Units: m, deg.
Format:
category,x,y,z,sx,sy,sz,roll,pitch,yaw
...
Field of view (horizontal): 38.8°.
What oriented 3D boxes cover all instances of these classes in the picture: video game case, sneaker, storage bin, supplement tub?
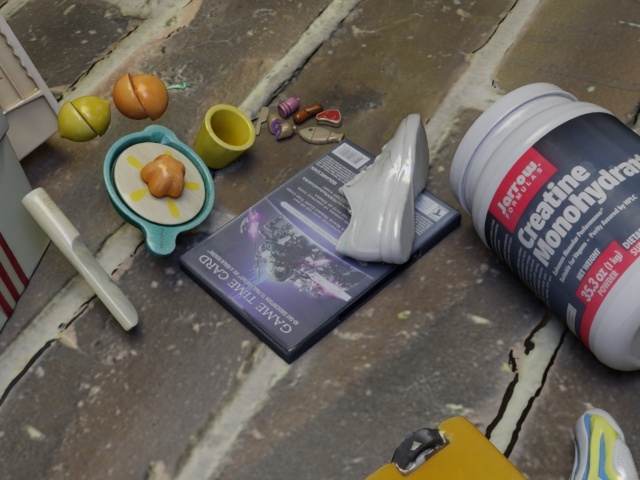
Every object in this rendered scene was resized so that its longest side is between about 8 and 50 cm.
category,x,y,z,sx,sy,sz,roll,pitch,yaw
video game case,0.000,0.000,1.058,0.274,0.026,0.196,-38,55,-23
sneaker,0.069,-0.067,1.048,0.094,0.080,0.212,0,49,22
storage bin,-0.483,-0.232,1.136,0.262,0.260,0.123,24,59,41
supplement tub,0.278,-0.020,0.929,0.191,0.191,0.272,-27,51,-16
sneaker,0.217,0.246,0.772,0.126,0.091,0.240,-18,31,14

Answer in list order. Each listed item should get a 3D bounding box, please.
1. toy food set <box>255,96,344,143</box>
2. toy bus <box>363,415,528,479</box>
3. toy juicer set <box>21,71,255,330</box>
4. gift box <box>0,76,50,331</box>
category,x,y,z,sx,sy,sz,roll,pitch,yaw
toy food set,-0.025,-0.163,1.207,0.122,0.019,0.078,4,49,10
toy bus,0.022,0.289,0.730,0.332,0.130,0.108,-32,52,-20
toy juicer set,-0.218,-0.084,1.043,0.209,0.089,0.329,35,49,-10
gift box,-0.445,-0.030,0.984,0.276,0.258,0.255,2,49,10
